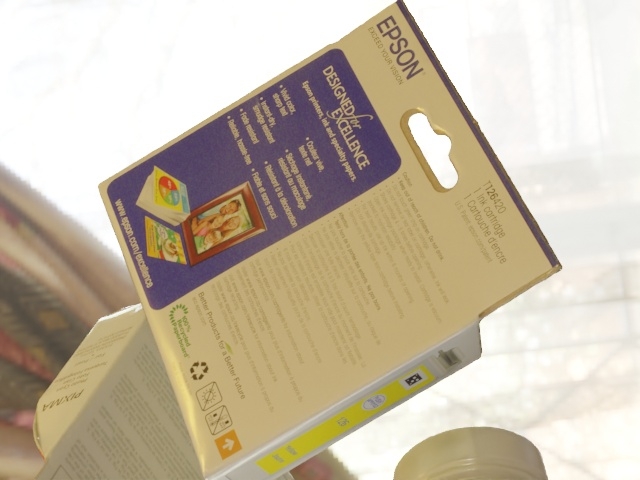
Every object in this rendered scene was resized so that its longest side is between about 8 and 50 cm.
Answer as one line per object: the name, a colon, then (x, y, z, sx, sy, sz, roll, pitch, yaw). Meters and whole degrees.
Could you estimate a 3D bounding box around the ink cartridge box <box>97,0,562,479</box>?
ink cartridge box: (0.000, 0.000, 1.141, 0.072, 0.307, 0.304, 52, -169, -54)

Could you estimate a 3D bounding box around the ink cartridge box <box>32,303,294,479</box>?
ink cartridge box: (-0.155, 0.277, 1.257, 0.308, 0.091, 0.385, 57, -148, -18)

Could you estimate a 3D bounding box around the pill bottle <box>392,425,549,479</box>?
pill bottle: (0.137, 0.303, 1.160, 0.283, 0.161, 0.161, -94, -4, -46)
